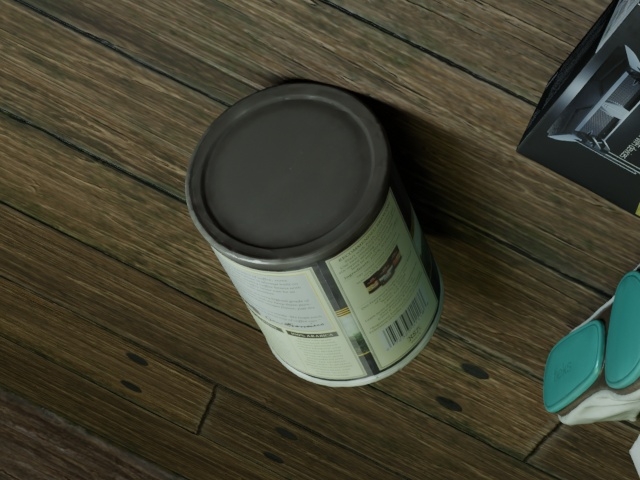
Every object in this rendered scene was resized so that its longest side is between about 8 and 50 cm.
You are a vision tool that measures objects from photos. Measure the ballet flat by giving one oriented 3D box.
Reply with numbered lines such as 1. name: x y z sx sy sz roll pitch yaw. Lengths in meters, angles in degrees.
1. ballet flat: 0.334 0.111 2.010 0.139 0.139 0.400 27 163 -1

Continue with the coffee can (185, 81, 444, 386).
1. coffee can: 0.000 0.000 2.003 0.201 0.202 0.275 17 157 24

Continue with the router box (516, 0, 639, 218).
1. router box: 0.316 -0.098 1.580 0.243 0.081 0.309 28 159 -2

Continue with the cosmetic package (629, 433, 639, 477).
1. cosmetic package: 0.432 0.184 1.881 0.197 0.155 0.365 -17 160 -10
